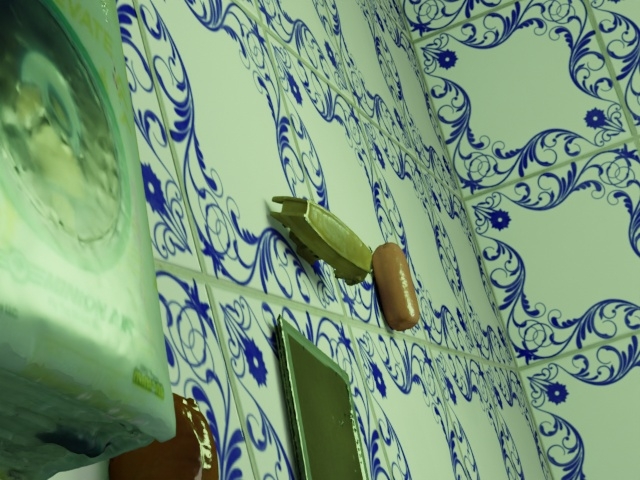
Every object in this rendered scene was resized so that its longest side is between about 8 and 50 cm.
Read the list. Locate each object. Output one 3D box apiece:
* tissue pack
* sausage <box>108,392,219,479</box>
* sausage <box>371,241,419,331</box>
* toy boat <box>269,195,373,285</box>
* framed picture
[{"bbox_3d":[-0.231,-0.066,0.726,0.287,0.162,0.388,46,28,-62],"label":"tissue pack"},{"bbox_3d":[-0.122,0.209,0.914,0.089,0.089,0.179,48,30,-54],"label":"sausage"},{"bbox_3d":[0.127,0.077,1.951,0.062,0.062,0.154,39,35,-62],"label":"sausage"},{"bbox_3d":[0.000,0.000,1.597,0.206,0.072,0.064,41,47,-41],"label":"toy boat"},{"bbox_3d":[0.012,0.261,1.414,0.231,0.018,0.293,47,28,-54],"label":"framed picture"}]
